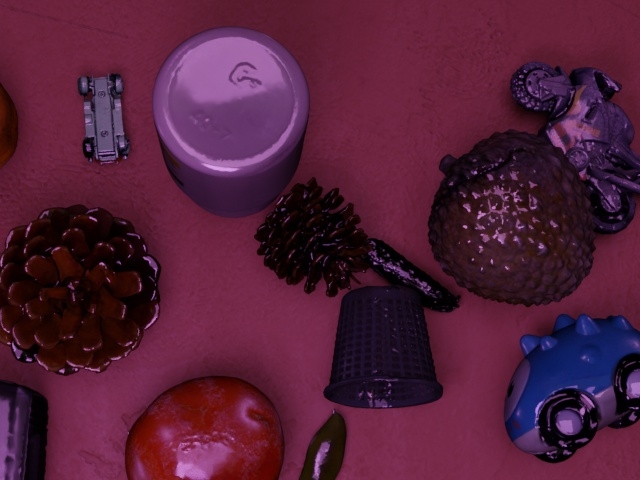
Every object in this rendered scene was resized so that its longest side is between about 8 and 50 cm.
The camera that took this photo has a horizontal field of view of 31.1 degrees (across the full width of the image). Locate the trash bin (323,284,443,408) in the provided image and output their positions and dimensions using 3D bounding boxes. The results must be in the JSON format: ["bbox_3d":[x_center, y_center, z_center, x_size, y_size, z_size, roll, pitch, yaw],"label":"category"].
[{"bbox_3d":[0.089,0.155,1.704,0.175,0.175,0.161,0,68,-4],"label":"trash bin"}]

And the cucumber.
[{"bbox_3d":[0.136,0.057,1.775,0.181,0.053,0.053,34,79,2],"label":"cucumber"}]

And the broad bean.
[{"bbox_3d":[-0.006,0.374,1.704,0.065,0.046,0.255,12,80,-9],"label":"broad bean"}]

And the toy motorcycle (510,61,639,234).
[{"bbox_3d":[0.428,-0.162,1.812,0.173,0.108,0.307,-27,84,-14],"label":"toy motorcycle"}]

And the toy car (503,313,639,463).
[{"bbox_3d":[0.376,0.205,1.695,0.255,0.188,0.190,-28,74,-6],"label":"toy car"}]

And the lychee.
[{"bbox_3d":[0.282,-0.030,1.697,0.274,0.255,0.255,43,79,12],"label":"lychee"}]

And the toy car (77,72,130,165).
[{"bbox_3d":[-0.336,-0.190,1.787,0.073,0.054,0.143,-7,75,-7],"label":"toy car"}]

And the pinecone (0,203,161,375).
[{"bbox_3d":[-0.345,0.077,1.639,0.264,0.264,0.264,1,79,-4],"label":"pinecone"}]

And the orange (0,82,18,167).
[{"bbox_3d":[-0.577,-0.155,1.700,0.249,0.183,0.249,7,63,-14],"label":"orange"}]

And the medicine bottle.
[{"bbox_3d":[-0.127,-0.152,1.647,0.208,0.340,0.208,1,79,-4],"label":"medicine bottle"}]

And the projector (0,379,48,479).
[{"bbox_3d":[-0.589,0.379,1.564,0.405,0.242,0.395,3,77,-5],"label":"projector"}]

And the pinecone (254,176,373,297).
[{"bbox_3d":[0.000,0.008,1.714,0.163,0.163,0.165,-43,69,-11],"label":"pinecone"}]

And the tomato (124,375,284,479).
[{"bbox_3d":[-0.159,0.310,1.616,0.232,0.232,0.188,-22,43,-8],"label":"tomato"}]
